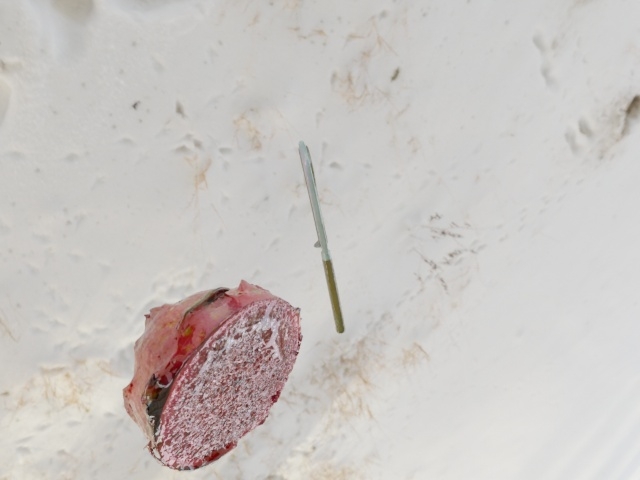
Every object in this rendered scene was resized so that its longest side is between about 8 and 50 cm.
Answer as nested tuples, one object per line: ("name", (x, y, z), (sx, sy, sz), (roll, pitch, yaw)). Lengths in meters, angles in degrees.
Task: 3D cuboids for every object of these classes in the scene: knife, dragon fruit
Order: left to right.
("dragon fruit", (-0.102, 0.087, 0.458), (0.153, 0.111, 0.153), (-36, 138, -40))
("knife", (0.000, 0.000, 1.021), (0.027, 0.061, 0.343), (-12, 107, 0))
